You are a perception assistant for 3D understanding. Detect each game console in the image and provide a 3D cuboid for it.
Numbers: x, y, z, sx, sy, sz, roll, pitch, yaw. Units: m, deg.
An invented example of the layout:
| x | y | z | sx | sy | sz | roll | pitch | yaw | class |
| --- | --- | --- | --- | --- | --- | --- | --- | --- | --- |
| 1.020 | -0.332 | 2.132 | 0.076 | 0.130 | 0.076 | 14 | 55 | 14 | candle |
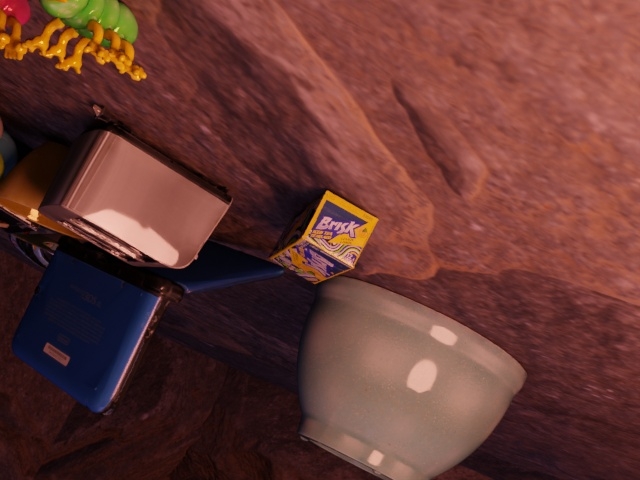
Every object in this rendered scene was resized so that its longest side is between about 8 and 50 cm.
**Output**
| x | y | z | sx | sy | sz | roll | pitch | yaw | class |
| --- | --- | --- | --- | --- | --- | --- | --- | --- | --- |
| -0.230 | 0.091 | 1.303 | 0.173 | 0.250 | 0.293 | 30 | 172 | -38 | game console |

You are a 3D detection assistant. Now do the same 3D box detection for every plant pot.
| x | y | z | sx | sy | sz | roll | pitch | yaw | class |
| --- | --- | --- | --- | --- | --- | --- | --- | --- | --- |
| 0.088 | 0.199 | 1.277 | 0.293 | 0.196 | 0.293 | 25 | 167 | 6 | plant pot |
| -0.340 | -0.070 | 1.293 | 0.134 | 0.095 | 0.134 | 21 | 168 | 5 | plant pot |

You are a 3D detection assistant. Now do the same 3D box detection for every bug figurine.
| x | y | z | sx | sy | sz | roll | pitch | yaw | class |
| --- | --- | --- | --- | --- | --- | --- | --- | --- | --- |
| -0.239 | -0.190 | 0.682 | 0.279 | 0.072 | 0.216 | 14 | 168 | 32 | bug figurine |

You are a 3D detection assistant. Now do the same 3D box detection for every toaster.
| x | y | z | sx | sy | sz | roll | pitch | yaw | class |
| --- | --- | --- | --- | --- | --- | --- | --- | --- | --- |
| -0.212 | -0.047 | 1.106 | 0.186 | 0.110 | 0.168 | 33 | 165 | -22 | toaster |

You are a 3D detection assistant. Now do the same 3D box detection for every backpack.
| x | y | z | sx | sy | sz | roll | pitch | yaw | class |
| --- | --- | --- | --- | --- | --- | --- | --- | --- | --- |
| -0.459 | 0.004 | 1.795 | 0.158 | 0.117 | 0.173 | 19 | 166 | 33 | backpack |

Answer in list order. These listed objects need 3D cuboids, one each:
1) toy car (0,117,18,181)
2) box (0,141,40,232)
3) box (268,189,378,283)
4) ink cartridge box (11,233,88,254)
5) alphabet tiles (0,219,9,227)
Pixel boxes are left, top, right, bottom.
| x | y | z | sx | sy | sz | roll | pitch | yaw | class |
| --- | --- | --- | --- | --- | --- | --- | --- | --- | --- |
| -0.478 | -0.127 | 1.315 | 0.182 | 0.159 | 0.136 | 25 | -157 | 11 | toy car |
| -0.507 | -0.098 | 1.524 | 0.184 | 0.103 | 0.261 | 36 | 165 | -22 | box |
| 0.000 | 0.000 | 0.987 | 0.059 | 0.054 | 0.169 | 29 | 168 | -8 | box |
| -0.361 | 0.033 | 1.639 | 0.171 | 0.056 | 0.235 | 20 | -165 | 31 | ink cartridge box |
| -0.586 | -0.076 | 1.422 | 0.237 | 0.009 | 0.198 | 25 | -178 | 11 | alphabet tiles |
